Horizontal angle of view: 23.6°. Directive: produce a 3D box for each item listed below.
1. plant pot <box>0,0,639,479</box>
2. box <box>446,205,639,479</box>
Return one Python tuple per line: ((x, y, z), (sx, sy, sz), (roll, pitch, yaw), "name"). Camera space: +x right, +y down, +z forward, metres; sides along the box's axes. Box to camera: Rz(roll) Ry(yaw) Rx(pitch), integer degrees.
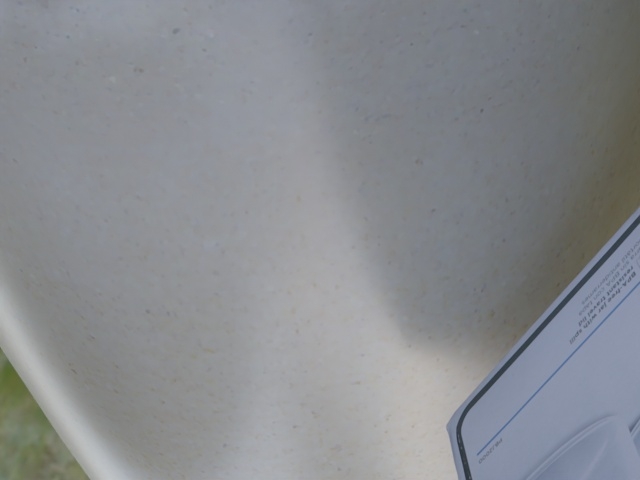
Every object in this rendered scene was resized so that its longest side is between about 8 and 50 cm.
((0.000, 0.000, 0.493), (0.256, 0.256, 0.274), (4, 120, 27), "plant pot")
((0.121, 0.083, 0.249), (0.087, 0.290, 0.169), (29, 116, -21), "box")
